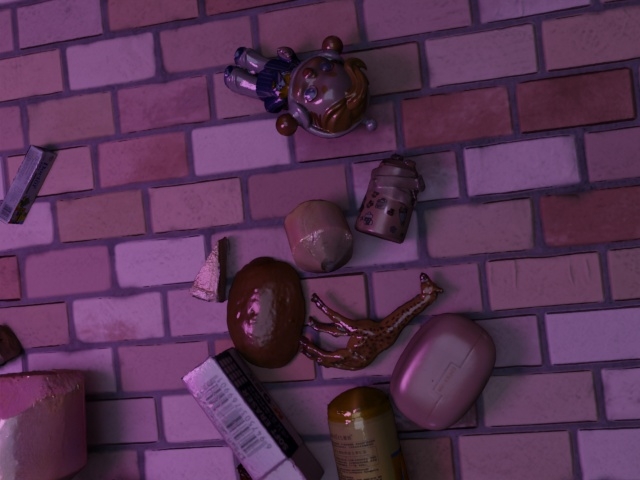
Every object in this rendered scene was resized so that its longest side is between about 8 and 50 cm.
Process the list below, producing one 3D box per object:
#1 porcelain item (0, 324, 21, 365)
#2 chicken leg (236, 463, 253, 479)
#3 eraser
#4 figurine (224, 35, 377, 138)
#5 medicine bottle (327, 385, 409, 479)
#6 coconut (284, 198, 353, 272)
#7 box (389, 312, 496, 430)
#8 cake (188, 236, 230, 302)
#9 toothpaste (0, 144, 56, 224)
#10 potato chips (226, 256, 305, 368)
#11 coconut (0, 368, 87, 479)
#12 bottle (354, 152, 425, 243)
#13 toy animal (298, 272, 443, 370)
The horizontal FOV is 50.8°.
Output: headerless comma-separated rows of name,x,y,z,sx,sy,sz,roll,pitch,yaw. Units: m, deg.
porcelain item,-0.704,0.257,1.348,0.215,0.069,0.081,-37,87,14
chicken leg,-0.099,0.452,1.164,0.053,0.093,0.205,-38,40,-11
eraser,-0.118,0.330,1.191,0.086,0.130,0.287,-39,81,5
figurine,-0.041,-0.258,1.186,0.274,0.133,0.194,0,66,17
medicine bottle,0.083,0.370,1.152,0.124,0.124,0.239,-11,88,11
coconut,0.000,0.000,1.168,0.116,0.116,0.122,-27,52,10
box,0.207,0.222,1.144,0.146,0.088,0.200,32,97,9
cake,-0.202,0.051,1.248,0.065,0.052,0.121,7,92,14
toothpaste,-0.582,-0.108,1.330,0.034,0.046,0.164,30,95,12
potato chips,-0.103,0.131,1.230,0.150,0.049,0.202,8,85,6
coconut,-0.538,0.363,1.222,0.233,0.233,0.245,-2,84,12
bottle,0.123,-0.077,1.164,0.098,0.099,0.152,19,90,11
toy animal,0.088,0.149,1.187,0.275,0.054,0.149,-12,84,14
